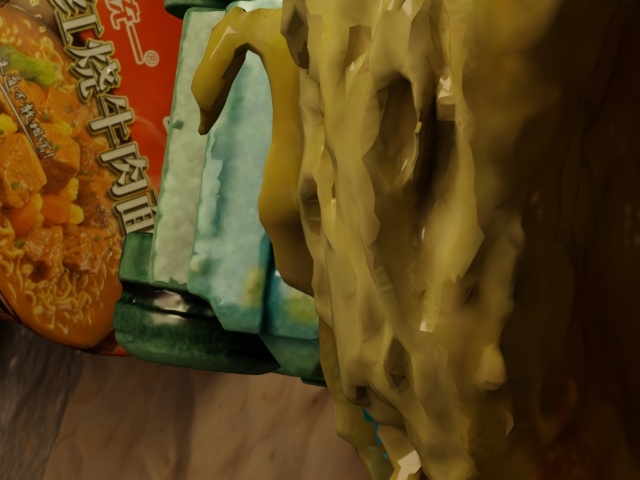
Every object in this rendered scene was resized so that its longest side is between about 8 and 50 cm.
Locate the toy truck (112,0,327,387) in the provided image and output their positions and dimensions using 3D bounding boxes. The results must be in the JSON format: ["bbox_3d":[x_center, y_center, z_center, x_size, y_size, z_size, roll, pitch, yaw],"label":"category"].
[{"bbox_3d":[0.025,-0.015,0.735,0.156,0.279,0.155,7,87,18],"label":"toy truck"}]

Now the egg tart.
[{"bbox_3d":[0.153,-0.052,0.531,0.388,0.388,0.169,-56,31,13],"label":"egg tart"}]

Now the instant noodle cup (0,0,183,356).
[{"bbox_3d":[-0.144,-0.042,1.009,0.174,0.213,0.213,-5,68,56],"label":"instant noodle cup"}]
